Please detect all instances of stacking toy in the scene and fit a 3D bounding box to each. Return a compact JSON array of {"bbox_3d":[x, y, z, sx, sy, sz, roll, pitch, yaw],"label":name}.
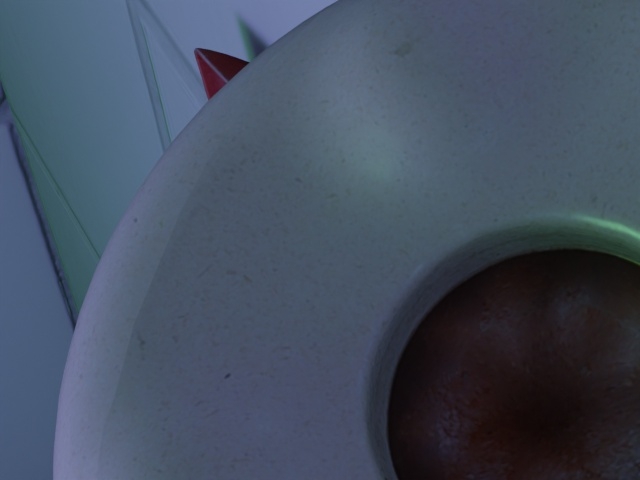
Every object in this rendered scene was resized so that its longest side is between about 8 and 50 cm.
[{"bbox_3d":[0.138,0.127,0.817,0.350,0.350,0.480,58,-176,30],"label":"stacking toy"}]

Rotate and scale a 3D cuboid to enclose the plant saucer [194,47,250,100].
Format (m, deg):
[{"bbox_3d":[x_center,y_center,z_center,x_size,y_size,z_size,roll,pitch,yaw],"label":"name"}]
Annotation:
[{"bbox_3d":[0.000,0.000,1.514,0.259,0.047,0.258,47,158,53],"label":"plant saucer"}]
